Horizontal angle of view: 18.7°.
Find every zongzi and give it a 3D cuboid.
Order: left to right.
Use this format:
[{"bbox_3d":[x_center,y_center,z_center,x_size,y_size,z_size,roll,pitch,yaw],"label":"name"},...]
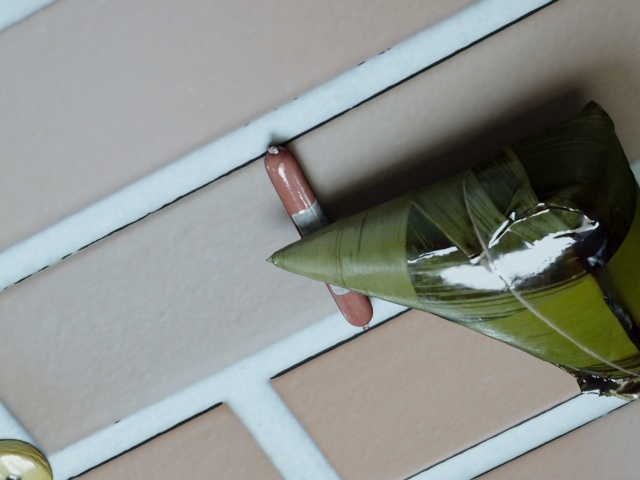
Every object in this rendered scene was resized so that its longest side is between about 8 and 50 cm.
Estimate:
[{"bbox_3d":[0.152,0.051,1.711,0.317,0.154,0.289,-16,130,18],"label":"zongzi"}]

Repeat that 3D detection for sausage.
[{"bbox_3d":[0.000,0.000,1.702,0.029,0.029,0.223,-23,126,6],"label":"sausage"}]

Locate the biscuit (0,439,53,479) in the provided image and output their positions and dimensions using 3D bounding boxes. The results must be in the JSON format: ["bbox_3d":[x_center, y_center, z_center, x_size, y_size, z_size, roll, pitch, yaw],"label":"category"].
[{"bbox_3d":[-0.365,0.228,1.800,0.234,0.030,0.153,0,127,-10],"label":"biscuit"}]
